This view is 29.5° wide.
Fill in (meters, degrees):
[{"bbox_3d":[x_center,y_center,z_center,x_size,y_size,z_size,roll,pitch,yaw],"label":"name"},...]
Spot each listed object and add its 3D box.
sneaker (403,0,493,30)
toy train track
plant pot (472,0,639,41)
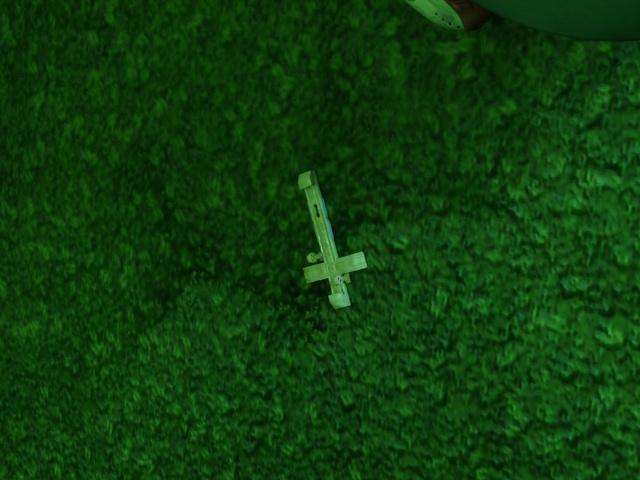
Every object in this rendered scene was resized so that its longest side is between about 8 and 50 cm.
[{"bbox_3d":[0.014,-0.187,0.646,0.225,0.088,0.092,49,145,22],"label":"sneaker"},{"bbox_3d":[0.000,0.000,0.721,0.048,0.014,0.083,-17,86,40],"label":"toy train track"},{"bbox_3d":[0.115,-0.192,0.451,0.290,0.290,0.195,40,145,27],"label":"plant pot"}]
